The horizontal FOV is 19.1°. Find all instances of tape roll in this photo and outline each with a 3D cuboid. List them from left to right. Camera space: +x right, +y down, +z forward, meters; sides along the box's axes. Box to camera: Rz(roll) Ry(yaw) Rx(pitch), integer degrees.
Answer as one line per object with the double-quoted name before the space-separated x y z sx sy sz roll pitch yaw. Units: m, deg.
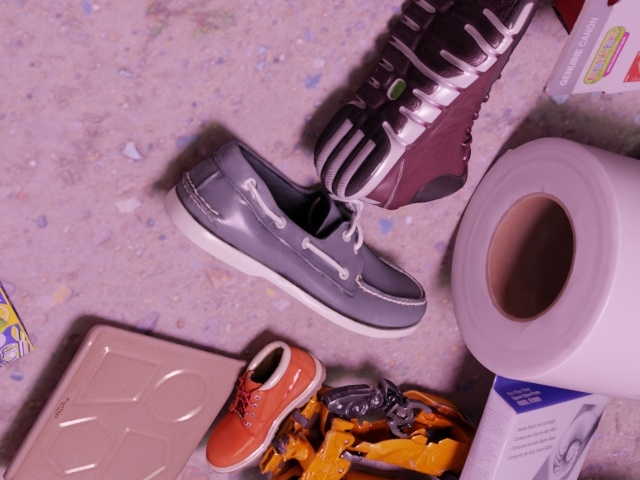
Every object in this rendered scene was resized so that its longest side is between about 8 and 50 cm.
"tape roll" 0.271 0.031 1.908 0.169 0.246 0.246 11 117 -35

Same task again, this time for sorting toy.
"sorting toy" -0.196 0.174 1.901 0.208 0.038 0.193 16 115 -42

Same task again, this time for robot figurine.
"robot figurine" 0.059 0.240 2.054 0.291 0.085 0.211 19 112 -38

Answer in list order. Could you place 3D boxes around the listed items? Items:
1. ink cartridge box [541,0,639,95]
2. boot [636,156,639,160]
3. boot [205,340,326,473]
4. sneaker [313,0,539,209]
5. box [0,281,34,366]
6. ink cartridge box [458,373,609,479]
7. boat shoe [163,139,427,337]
"ink cartridge box" 0.340 -0.286 1.733 0.271 0.130 0.309 -8 144 -24
"boot" 0.374 -0.061 2.040 0.087 0.042 0.118 -25 131 -2
"boot" -0.071 0.167 1.935 0.158 0.059 0.084 -49 148 1
"sneaker" 0.125 -0.141 1.817 0.281 0.106 0.162 -47 146 11
"box" -0.320 0.042 1.717 0.059 0.054 0.169 -28 131 -8
"ink cartridge box" 0.237 0.210 2.075 0.223 0.045 0.224 -8 119 -54
"boat shoe" 0.000 0.000 1.824 0.319 0.116 0.099 27 111 -34
